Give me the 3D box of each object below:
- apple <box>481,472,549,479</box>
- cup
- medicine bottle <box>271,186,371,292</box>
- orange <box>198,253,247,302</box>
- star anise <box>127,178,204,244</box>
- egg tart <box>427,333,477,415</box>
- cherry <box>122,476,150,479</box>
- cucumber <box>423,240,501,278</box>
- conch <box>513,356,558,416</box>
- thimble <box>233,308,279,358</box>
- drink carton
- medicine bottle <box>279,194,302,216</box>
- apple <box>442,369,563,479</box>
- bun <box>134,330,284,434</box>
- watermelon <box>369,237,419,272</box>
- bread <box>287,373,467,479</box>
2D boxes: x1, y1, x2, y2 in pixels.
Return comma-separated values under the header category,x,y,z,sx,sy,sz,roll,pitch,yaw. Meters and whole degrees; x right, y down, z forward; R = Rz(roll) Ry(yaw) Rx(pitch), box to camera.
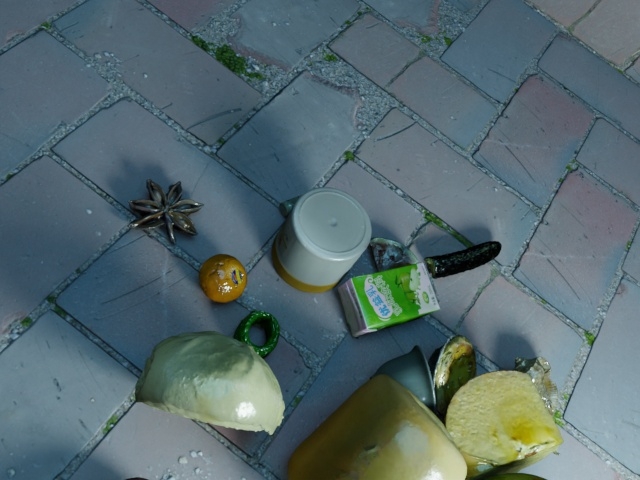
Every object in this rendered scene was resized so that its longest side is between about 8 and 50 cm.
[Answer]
category,x,y,z,sx,sy,sz,roll,pitch,yaw
apple,0.481,0.731,1.602,0.340,0.339,0.339,9,60,-15
cup,0.215,0.398,1.812,0.150,0.199,0.199,-11,65,-5
medicine bottle,0.000,0.000,1.905,0.238,0.232,0.237,9,59,-15
orange,-0.271,0.103,1.819,0.136,0.118,0.135,2,88,-57
star anise,-0.437,-0.091,1.892,0.212,0.073,0.196,21,61,-12
egg tart,0.359,0.375,1.872,0.094,0.234,0.234,10,46,38
cherry,-0.402,0.652,1.412,0.236,0.212,0.285,19,31,-32
cucumber,0.472,0.058,2.139,0.304,0.072,0.081,-12,67,-26
conch,0.644,0.423,1.966,0.155,0.130,0.207,-37,89,-19
thimble,-0.170,0.255,1.786,0.118,0.090,0.130,4,62,-21
drink carton,0.202,0.174,1.947,0.271,0.108,0.161,-10,74,-26
medicine bottle,-0.081,-0.108,2.046,0.083,0.047,0.047,-23,72,-29
apple,0.457,0.520,1.760,0.309,0.252,0.313,-11,102,-14
bun,-0.246,0.318,1.552,0.365,0.364,0.202,19,77,-10
watermelon,0.224,0.058,2.056,0.187,0.071,0.139,26,61,-5
bread,0.125,0.542,1.579,0.376,0.253,0.348,-42,66,3
